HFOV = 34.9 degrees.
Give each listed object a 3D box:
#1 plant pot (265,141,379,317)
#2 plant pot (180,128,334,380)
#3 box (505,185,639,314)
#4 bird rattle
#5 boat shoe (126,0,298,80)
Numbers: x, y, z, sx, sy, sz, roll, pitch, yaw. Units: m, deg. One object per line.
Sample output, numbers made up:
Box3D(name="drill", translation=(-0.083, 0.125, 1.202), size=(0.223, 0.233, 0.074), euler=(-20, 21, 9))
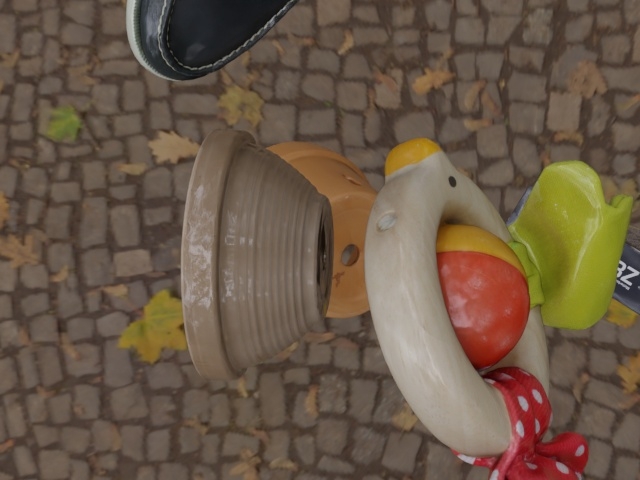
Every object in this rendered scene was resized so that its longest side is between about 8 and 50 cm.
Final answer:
Box3D(name="plant pot", translation=(0.000, 0.000, 1.617), size=(0.291, 0.203, 0.290), euler=(-9, 108, -29))
Box3D(name="plant pot", translation=(-0.048, 0.014, 0.956), size=(0.110, 0.237, 0.237), euler=(1, 88, 8))
Box3D(name="box", translation=(0.518, 0.032, 1.717), size=(0.318, 0.395, 0.097), euler=(38, 106, 24))
Box3D(name="bird rattle", translation=(0.085, 0.058, 0.578), size=(0.143, 0.207, 0.253), euler=(-15, 45, 38))
Box3D(name="boat shoe", translation=(-0.007, -0.244, 0.709), size=(0.340, 0.127, 0.113), euler=(-50, 43, 1))
